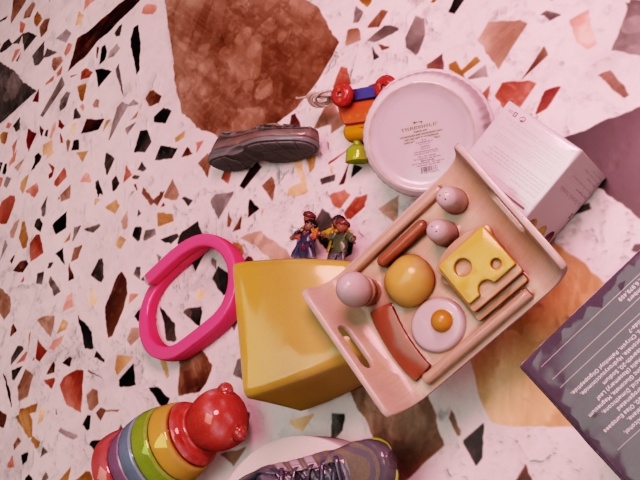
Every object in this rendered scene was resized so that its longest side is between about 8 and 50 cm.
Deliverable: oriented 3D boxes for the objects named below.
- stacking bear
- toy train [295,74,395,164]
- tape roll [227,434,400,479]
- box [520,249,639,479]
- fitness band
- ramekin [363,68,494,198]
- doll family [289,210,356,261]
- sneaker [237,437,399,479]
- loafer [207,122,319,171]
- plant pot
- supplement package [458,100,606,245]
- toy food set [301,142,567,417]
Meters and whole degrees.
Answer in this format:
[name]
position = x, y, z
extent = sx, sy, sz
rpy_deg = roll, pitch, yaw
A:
[stacking bear]
position = -0.250, 0.359, 1.288
extent = 0.289, 0.164, 0.175
rpy_deg = -32, 59, 19
[toy train]
position = 0.060, -0.198, 1.268
extent = 0.248, 0.105, 0.143
rpy_deg = -2, 88, 36
[tape roll]
position = -0.016, 0.499, 1.119
extent = 0.392, 0.072, 0.392
rpy_deg = -12, 68, 33
[box]
position = 0.415, 0.201, 0.718
extent = 0.179, 0.343, 0.312
rpy_deg = -49, 53, 13
[fitness band]
position = -0.259, 0.112, 1.429
extent = 0.291, 0.054, 0.209
rpy_deg = -39, 57, 22
[ramekin]
position = 0.162, -0.161, 1.110
extent = 0.207, 0.109, 0.207
rpy_deg = 3, 100, 14
[doll family]
position = 0.000, 0.000, 1.260
extent = 0.193, 0.076, 0.111
rpy_deg = 4, 83, 40
[sneaker]
position = -0.022, 0.362, 1.041
extent = 0.300, 0.121, 0.111
rpy_deg = -30, 61, 26
[loafer]
position = -0.113, -0.197, 1.394
extent = 0.267, 0.096, 0.084
rpy_deg = -6, 67, 37
[plant pot]
position = 0.001, 0.138, 1.143
extent = 0.187, 0.212, 0.212
rpy_deg = -16, 66, 19
[supplement package]
position = 0.262, -0.048, 1.037
extent = 0.244, 0.139, 0.134
rpy_deg = -53, 56, 13
[toy food set]
position = 0.139, 0.052, 0.954
extent = 0.306, 0.092, 0.219
rpy_deg = -45, 63, 17
